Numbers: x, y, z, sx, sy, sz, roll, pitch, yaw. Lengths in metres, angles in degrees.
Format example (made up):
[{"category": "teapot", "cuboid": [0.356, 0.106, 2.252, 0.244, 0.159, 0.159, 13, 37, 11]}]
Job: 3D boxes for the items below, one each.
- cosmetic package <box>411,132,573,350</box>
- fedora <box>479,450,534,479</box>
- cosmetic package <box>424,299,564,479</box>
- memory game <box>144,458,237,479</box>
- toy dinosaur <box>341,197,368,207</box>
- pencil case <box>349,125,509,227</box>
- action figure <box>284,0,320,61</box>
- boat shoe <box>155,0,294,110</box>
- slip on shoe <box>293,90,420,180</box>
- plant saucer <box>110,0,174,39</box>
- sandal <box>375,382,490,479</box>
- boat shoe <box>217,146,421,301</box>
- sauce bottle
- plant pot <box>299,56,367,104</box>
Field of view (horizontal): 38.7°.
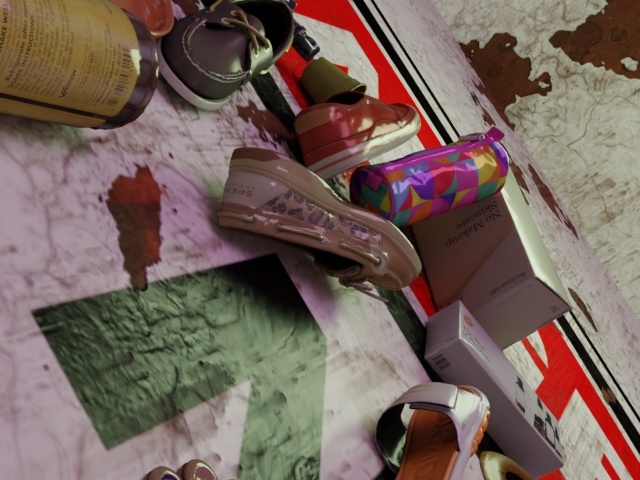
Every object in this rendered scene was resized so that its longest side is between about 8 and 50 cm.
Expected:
[{"category": "cosmetic package", "cuboid": [0.238, 0.004, 1.368, 0.113, 0.160, 0.309, 37, 27, -37]}, {"category": "fedora", "cuboid": [0.206, 0.319, 0.959, 0.194, 0.079, 0.194, 44, 19, -19]}, {"category": "cosmetic package", "cuboid": [0.232, 0.199, 1.209, 0.239, 0.060, 0.099, 49, 22, -16]}, {"category": "memory game", "cuboid": [-0.064, 0.232, 0.608, 0.186, 0.012, 0.186, 44, 24, -26]}, {"category": "toy dinosaur", "cuboid": [0.060, -0.010, 1.178, 0.090, 0.047, 0.082, -106, 172, -61]}, {"category": "pencil case", "cuboid": [0.153, -0.085, 1.256, 0.236, 0.104, 0.104, -22, 76, -32]}, {"category": "action figure", "cuboid": [-0.066, -0.417, 1.232, 0.341, 0.178, 0.330, 45, -8, -21]}, {"category": "boat shoe", "cuboid": [-0.105, -0.234, 1.074, 0.109, 0.091, 0.305, 52, 22, -9]}, {"category": "slip on shoe", "cuboid": [0.055, -0.162, 1.267, 0.101, 0.123, 0.331, 65, 26, -4]}, {"category": "plant saucer", "cuboid": [-0.236, -0.286, 0.950, 0.200, 0.037, 0.200, 44, 24, -26]}, {"category": "sandal", "cuboid": [0.098, 0.192, 0.885, 0.076, 0.102, 0.265, 56, 23, -8]}, {"category": "boat shoe", "cuboid": [0.000, 0.000, 0.982, 0.285, 0.104, 0.089, 31, 70, -37]}, {"category": "sauce bottle", "cuboid": [-0.250, -0.149, 0.625, 0.111, 0.111, 0.344, 62, 21, 14]}, {"category": "plant pot", "cuboid": [0.012, -0.226, 1.342, 0.079, 0.083, 0.083, 47, 20, 10]}]
